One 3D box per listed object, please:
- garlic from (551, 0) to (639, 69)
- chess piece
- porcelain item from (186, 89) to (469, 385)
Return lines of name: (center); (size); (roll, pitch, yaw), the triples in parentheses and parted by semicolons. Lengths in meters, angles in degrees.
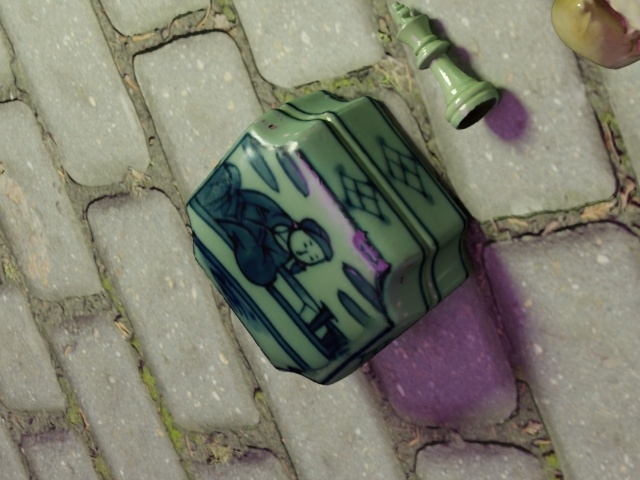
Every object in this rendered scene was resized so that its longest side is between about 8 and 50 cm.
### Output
garlic: (0.235, -0.260, 1.184); (0.281, 0.203, 0.184); (50, 121, 15)
chess piece: (0.117, -0.185, 1.445); (0.149, 0.059, 0.059); (54, 138, 12)
porcelain item: (0.000, 0.000, 1.590); (0.281, 0.157, 0.286); (53, 139, 4)
